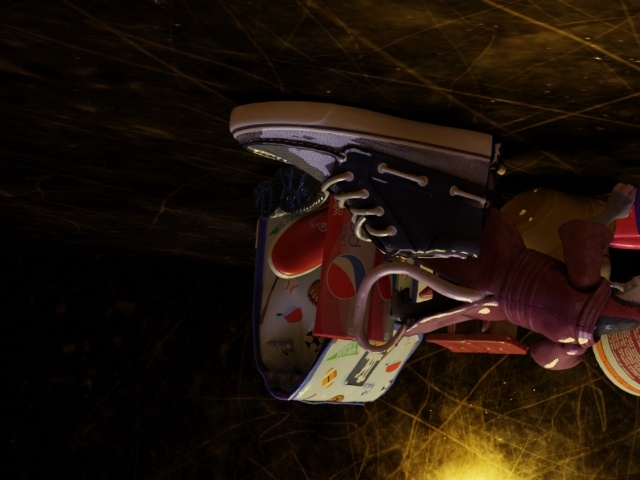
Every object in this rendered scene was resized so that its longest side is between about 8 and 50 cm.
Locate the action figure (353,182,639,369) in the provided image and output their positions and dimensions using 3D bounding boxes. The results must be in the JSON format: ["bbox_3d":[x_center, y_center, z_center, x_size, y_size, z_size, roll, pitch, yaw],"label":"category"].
[{"bbox_3d":[0.266,0.052,1.205,0.370,0.248,0.275,17,-158,37],"label":"action figure"}]

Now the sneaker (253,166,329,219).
[{"bbox_3d":[-0.035,-0.084,1.517,0.081,0.080,0.211,-15,-175,-27],"label":"sneaker"}]

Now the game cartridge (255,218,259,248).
[{"bbox_3d":[0.000,0.000,2.307,0.323,0.053,0.285,4,174,-5],"label":"game cartridge"}]

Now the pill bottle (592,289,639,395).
[{"bbox_3d":[0.674,0.149,1.678,0.224,0.224,0.392,7,163,-8],"label":"pill bottle"}]

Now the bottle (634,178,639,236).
[{"bbox_3d":[0.461,-0.049,1.031,0.092,0.118,0.283,3,176,-14],"label":"bottle"}]

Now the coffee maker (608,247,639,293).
[{"bbox_3d":[0.596,0.050,1.926,0.178,0.120,0.171,6,149,-7],"label":"coffee maker"}]

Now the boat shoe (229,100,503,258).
[{"bbox_3d":[0.054,-0.066,1.119,0.340,0.158,0.127,7,174,-9],"label":"boat shoe"}]

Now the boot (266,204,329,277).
[{"bbox_3d":[0.037,-0.023,1.495,0.244,0.088,0.176,-32,-172,-22],"label":"boot"}]

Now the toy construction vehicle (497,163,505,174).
[{"bbox_3d":[0.200,-0.093,1.286,0.098,0.035,0.086,3,173,27],"label":"toy construction vehicle"}]

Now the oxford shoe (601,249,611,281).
[{"bbox_3d":[0.478,0.093,1.676,0.123,0.130,0.348,-19,165,17],"label":"oxford shoe"}]

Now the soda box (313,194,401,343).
[{"bbox_3d":[0.062,0.013,1.343,0.092,0.263,0.083,2,172,32],"label":"soda box"}]

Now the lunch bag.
[{"bbox_3d":[0.039,0.119,1.780,0.238,0.386,0.327,3,172,34],"label":"lunch bag"}]

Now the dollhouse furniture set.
[{"bbox_3d":[0.220,0.054,1.544,0.152,0.201,0.374,-3,161,33],"label":"dollhouse furniture set"}]

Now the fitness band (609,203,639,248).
[{"bbox_3d":[0.543,-0.020,1.549,0.209,0.054,0.290,8,175,-39],"label":"fitness band"}]

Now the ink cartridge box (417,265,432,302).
[{"bbox_3d":[0.111,0.088,2.265,0.272,0.115,0.198,7,173,-22],"label":"ink cartridge box"}]

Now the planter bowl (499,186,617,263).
[{"bbox_3d":[0.325,-0.016,1.401,0.090,0.217,0.217,48,156,-21],"label":"planter bowl"}]
